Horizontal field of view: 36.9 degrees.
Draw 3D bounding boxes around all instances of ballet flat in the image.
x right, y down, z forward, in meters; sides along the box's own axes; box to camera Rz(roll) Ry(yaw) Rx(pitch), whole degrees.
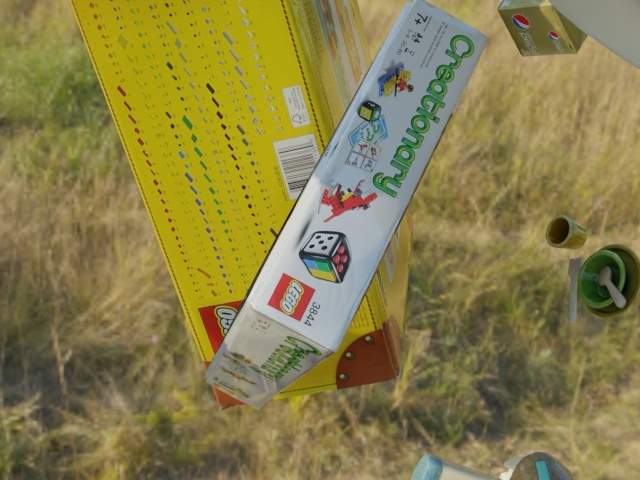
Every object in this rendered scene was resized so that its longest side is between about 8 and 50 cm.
[{"bbox_3d":[0.237,0.316,1.104,0.116,0.342,0.124,-10,64,1],"label":"ballet flat"}]

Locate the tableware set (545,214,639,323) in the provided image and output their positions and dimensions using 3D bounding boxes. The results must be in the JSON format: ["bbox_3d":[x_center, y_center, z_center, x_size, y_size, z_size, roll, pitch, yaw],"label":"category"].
[{"bbox_3d":[0.201,-0.008,0.585,0.024,0.104,0.154,16,-19,-31],"label":"tableware set"}]

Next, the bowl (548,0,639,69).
[{"bbox_3d":[0.238,-0.150,0.420,0.298,0.134,0.298,28,-1,0],"label":"bowl"}]

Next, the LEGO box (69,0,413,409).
[{"bbox_3d":[-0.055,-0.144,0.996,0.193,0.500,0.372,-11,23,12],"label":"LEGO box"}]

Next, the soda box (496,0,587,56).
[{"bbox_3d":[0.236,-0.249,0.874,0.061,0.058,0.181,8,56,47],"label":"soda box"}]

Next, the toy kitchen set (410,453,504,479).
[{"bbox_3d":[0.029,0.233,0.537,0.122,0.207,0.166,19,19,2],"label":"toy kitchen set"}]

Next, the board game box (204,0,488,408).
[{"bbox_3d":[0.000,0.000,0.620,0.053,0.193,0.305,28,-18,-3],"label":"board game box"}]
